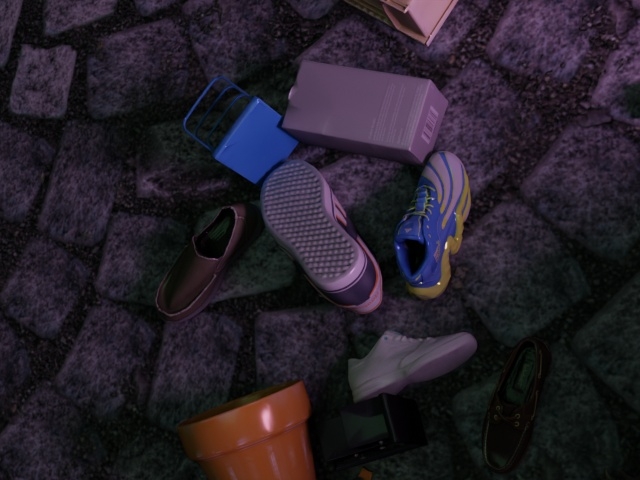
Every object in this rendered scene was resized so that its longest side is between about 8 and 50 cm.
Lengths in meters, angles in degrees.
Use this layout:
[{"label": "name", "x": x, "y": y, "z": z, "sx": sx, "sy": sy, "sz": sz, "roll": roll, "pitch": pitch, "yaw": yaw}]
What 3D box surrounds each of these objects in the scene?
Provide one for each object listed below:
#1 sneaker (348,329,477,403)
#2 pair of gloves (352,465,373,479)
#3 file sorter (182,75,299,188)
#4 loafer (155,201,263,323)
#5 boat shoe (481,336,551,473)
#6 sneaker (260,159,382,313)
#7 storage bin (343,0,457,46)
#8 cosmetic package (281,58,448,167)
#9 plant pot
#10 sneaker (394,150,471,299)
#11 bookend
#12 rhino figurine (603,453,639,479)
[{"label": "sneaker", "x": 0.132, "y": 0.173, "z": 1.499, "sx": 0.212, "sy": 0.080, "sz": 0.094, "roll": -26, "pitch": 57, "yaw": 16}, {"label": "pair of gloves", "x": 0.079, "y": 0.395, "z": 1.498, "sx": 0.083, "sy": 0.010, "sz": 0.074, "roll": 24, "pitch": 88, "yaw": 26}, {"label": "file sorter", "x": -0.132, "y": -0.182, "z": 1.636, "sx": 0.104, "sy": 0.170, "sz": 0.118, "roll": 38, "pitch": 93, "yaw": 28}, {"label": "loafer", "x": -0.203, "y": 0.030, "z": 1.658, "sx": 0.094, "sy": 0.087, "sz": 0.251, "roll": 38, "pitch": 93, "yaw": 25}, {"label": "boat shoe", "x": 0.279, "y": 0.238, "z": 1.421, "sx": 0.073, "sy": 0.073, "sz": 0.206, "roll": 14, "pitch": 84, "yaw": 23}, {"label": "sneaker", "x": 0.000, "y": 0.000, "z": 1.574, "sx": 0.126, "sy": 0.127, "sz": 0.321, "roll": -34, "pitch": 43, "yaw": 5}, {"label": "storage bin", "x": 0.133, "y": -0.510, "z": 1.633, "sx": 0.260, "sy": 0.123, "sz": 0.262, "roll": 34, "pitch": 92, "yaw": 26}, {"label": "cosmetic package", "x": 0.070, "y": -0.208, "z": 1.599, "sx": 0.238, "sy": 0.107, "sz": 0.127, "roll": 15, "pitch": 84, "yaw": 27}, {"label": "plant pot", "x": -0.092, "y": 0.335, "z": 1.494, "sx": 0.205, "sy": 0.205, "sz": 0.187, "roll": -21, "pitch": 86, "yaw": 16}, {"label": "sneaker", "x": 0.171, "y": -0.033, "z": 1.499, "sx": 0.091, "sy": 0.126, "sz": 0.240, "roll": 3, "pitch": 79, "yaw": 23}, {"label": "bookend", "x": 0.058, "y": 0.287, "z": 1.452, "sx": 0.156, "sy": 0.157, "sz": 0.072, "roll": -20, "pitch": 70, "yaw": 16}, {"label": "rhino figurine", "x": 0.498, "y": 0.351, "z": 1.304, "sx": 0.243, "sy": 0.073, "sz": 0.106, "roll": 18, "pitch": 88, "yaw": 26}]
